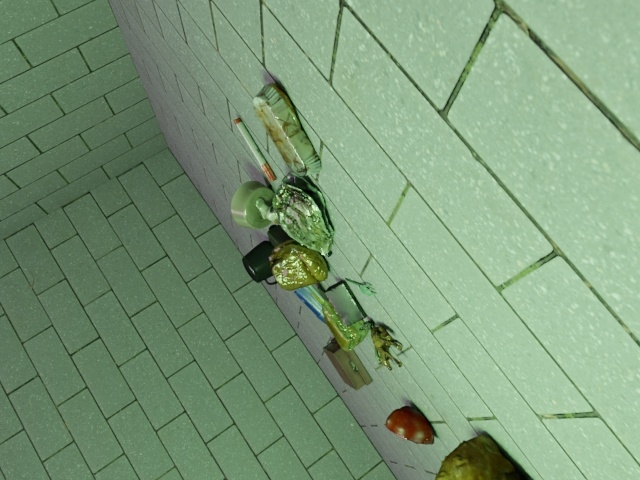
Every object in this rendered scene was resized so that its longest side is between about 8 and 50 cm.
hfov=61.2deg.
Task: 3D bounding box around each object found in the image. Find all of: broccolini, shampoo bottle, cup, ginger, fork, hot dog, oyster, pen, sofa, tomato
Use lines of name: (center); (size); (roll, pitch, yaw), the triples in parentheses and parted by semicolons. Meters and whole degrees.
broccolini: (0.182, 0.333, 1.827); (0.054, 0.052, 0.194); (0, 131, 32)
shampoo bottle: (-0.126, 0.015, 2.079); (0.246, 0.080, 0.079); (44, 160, 42)
cup: (-0.263, 0.125, 2.593); (0.169, 0.176, 0.223); (25, 144, 60)
ginger: (0.417, 0.655, 1.405); (0.223, 0.200, 0.270); (37, 156, 49)
fork: (0.113, 0.142, 1.675); (0.039, 0.021, 0.235); (63, 165, -12)
hot dog: (-0.082, -0.268, 1.348); (0.131, 0.069, 0.253); (9, 134, 60)
oyster: (-0.045, -0.077, 1.590); (0.198, 0.112, 0.268); (29, 148, 19)
pen: (-0.218, -0.301, 1.803); (0.239, 0.028, 0.028); (59, 166, -7)
sofa: (0.091, 0.209, 1.836); (0.147, 0.085, 0.060); (57, -153, -5)
tomato: (0.329, 0.648, 1.921); (0.189, 0.100, 0.173); (17, 179, -42)

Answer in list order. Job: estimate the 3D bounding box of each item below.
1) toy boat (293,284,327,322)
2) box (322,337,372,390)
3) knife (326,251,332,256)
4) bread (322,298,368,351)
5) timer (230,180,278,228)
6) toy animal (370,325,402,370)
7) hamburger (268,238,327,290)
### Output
toy boat: (0.027, 0.283, 2.171); (0.295, 0.088, 0.129); (46, 165, 0)
box: (0.115, 0.552, 2.434); (0.215, 0.086, 0.215); (58, 165, -4)
knife: (0.000, 0.000, 1.750); (0.121, 0.018, 0.031); (57, 173, 2)
bread: (0.079, 0.292, 1.957); (0.196, 0.102, 0.138); (54, 163, 18)
timer: (-0.168, -0.099, 1.898); (0.265, 0.175, 0.175); (20, 144, 41)
toy animal: (0.206, 0.348, 1.749); (0.149, 0.054, 0.275); (52, 164, 12)
hamburger: (-0.082, 0.091, 1.890); (0.206, 0.130, 0.183); (-18, 116, 36)
